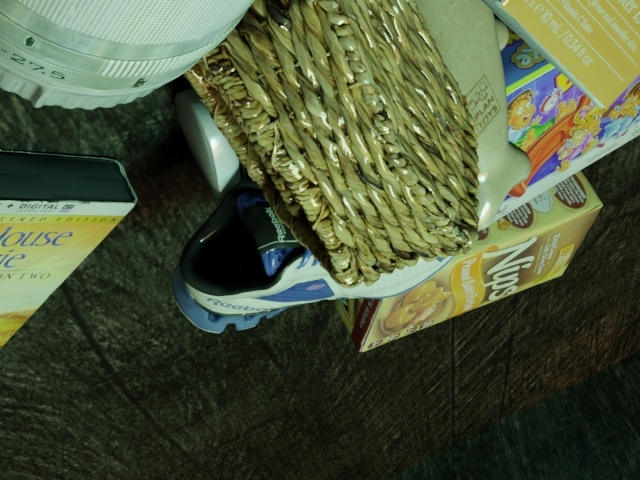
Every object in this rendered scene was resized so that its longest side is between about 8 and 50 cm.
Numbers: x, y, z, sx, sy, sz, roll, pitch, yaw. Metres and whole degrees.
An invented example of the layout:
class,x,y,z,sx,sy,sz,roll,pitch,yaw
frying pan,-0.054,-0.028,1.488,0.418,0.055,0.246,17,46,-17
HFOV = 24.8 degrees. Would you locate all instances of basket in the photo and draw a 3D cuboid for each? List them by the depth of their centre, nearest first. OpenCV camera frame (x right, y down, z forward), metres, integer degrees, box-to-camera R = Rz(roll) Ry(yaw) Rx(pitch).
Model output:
class,x,y,z,sx,sy,sz,roll,pitch,yaw
basket,-0.024,-0.098,1.154,0.223,0.213,0.299,-15,132,20

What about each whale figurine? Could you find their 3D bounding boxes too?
class,x,y,z,sx,sy,sz,roll,pitch,yaw
whale figurine,0.098,-0.139,1.387,0.141,0.272,0.216,4,-133,48

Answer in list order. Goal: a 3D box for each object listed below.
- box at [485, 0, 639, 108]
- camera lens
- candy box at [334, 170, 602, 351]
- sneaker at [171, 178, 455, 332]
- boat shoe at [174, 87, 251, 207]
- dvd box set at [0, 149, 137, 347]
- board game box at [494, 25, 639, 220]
class,x,y,z,sx,sy,sz,roll,pitch,yaw
box,0.251,-0.310,1.132,0.345,0.168,0.215,-48,144,10
camera lens,-0.109,-0.223,0.825,0.219,0.219,0.274,-13,164,-32
candy box,0.185,0.018,1.852,0.316,0.087,0.183,-19,154,-20
sneaker,-0.001,0.000,1.413,0.315,0.127,0.182,-19,169,-2
boat shoe,-0.071,-0.085,1.464,0.102,0.108,0.301,-26,160,-4
dvd box set,-0.416,0.059,1.440,0.307,0.062,0.420,1,144,-50
board game box,0.260,-0.164,1.603,0.347,0.078,0.233,-30,149,-13
